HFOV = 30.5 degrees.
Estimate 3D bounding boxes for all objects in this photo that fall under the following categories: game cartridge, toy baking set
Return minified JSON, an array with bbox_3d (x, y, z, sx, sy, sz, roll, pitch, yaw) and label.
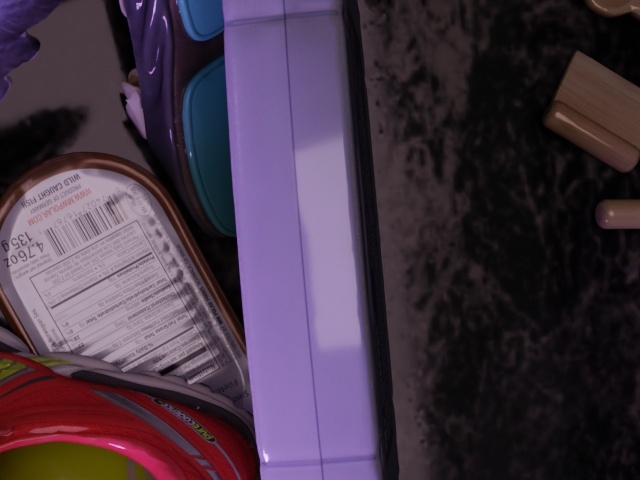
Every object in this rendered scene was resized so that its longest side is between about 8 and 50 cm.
[{"bbox_3d":[0.000,0.000,0.537,0.060,0.196,0.294,-5,88,1],"label":"game cartridge"},{"bbox_3d":[0.253,-0.094,0.674,0.256,0.030,0.196,4,87,-11],"label":"toy baking set"}]

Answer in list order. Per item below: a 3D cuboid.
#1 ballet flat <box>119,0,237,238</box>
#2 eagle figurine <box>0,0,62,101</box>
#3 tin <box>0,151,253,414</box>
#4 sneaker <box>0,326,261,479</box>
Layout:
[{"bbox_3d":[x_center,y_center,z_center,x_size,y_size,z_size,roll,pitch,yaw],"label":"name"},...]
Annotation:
[{"bbox_3d":[-0.069,-0.098,0.585,0.074,0.074,0.203,-14,121,-11],"label":"ballet flat"},{"bbox_3d":[-0.243,-0.067,0.334,0.225,0.226,0.298,24,57,17],"label":"eagle figurine"},{"bbox_3d":[-0.099,0.044,0.599,0.106,0.040,0.189,-29,94,-6],"label":"tin"},{"bbox_3d":[-0.158,0.093,0.520,0.279,0.118,0.107,6,98,9],"label":"sneaker"}]
